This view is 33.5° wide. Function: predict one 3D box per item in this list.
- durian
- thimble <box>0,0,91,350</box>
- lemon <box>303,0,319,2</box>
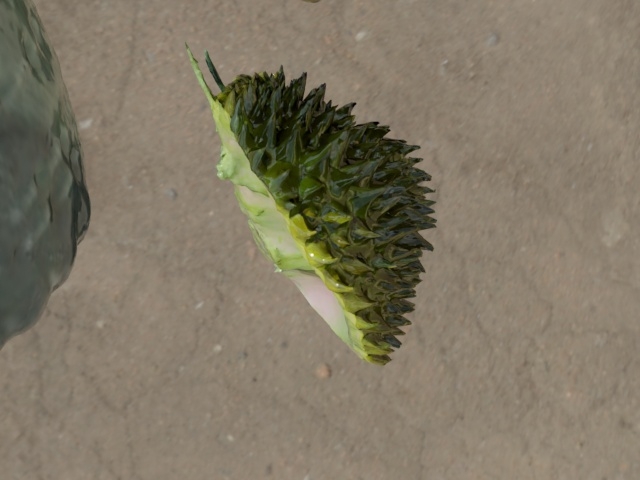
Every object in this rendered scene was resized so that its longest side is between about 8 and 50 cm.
[{"bbox_3d":[0.000,0.000,0.830,0.169,0.158,0.352,10,160,13],"label":"durian"},{"bbox_3d":[-0.207,-0.050,0.421,0.205,0.250,0.172,-24,121,-11],"label":"thimble"},{"bbox_3d":[-0.023,-0.260,0.705,0.180,0.180,0.193,28,160,9],"label":"lemon"}]
